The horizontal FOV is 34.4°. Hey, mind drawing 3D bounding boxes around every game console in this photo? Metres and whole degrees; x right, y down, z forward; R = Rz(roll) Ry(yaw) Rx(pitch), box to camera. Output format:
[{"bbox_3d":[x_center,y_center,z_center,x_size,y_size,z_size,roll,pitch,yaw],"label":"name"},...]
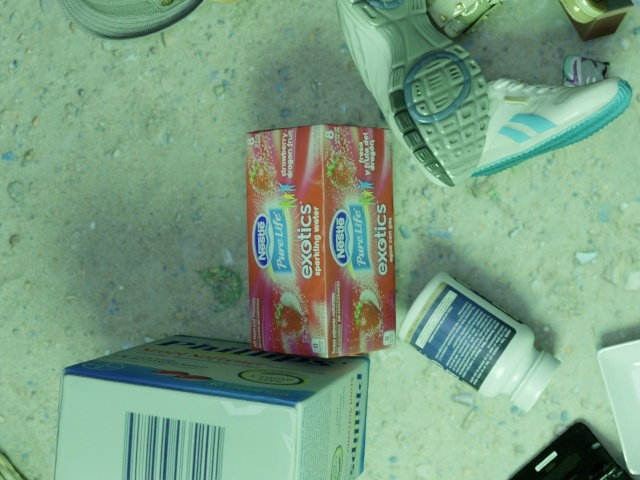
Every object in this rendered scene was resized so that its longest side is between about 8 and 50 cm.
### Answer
[{"bbox_3d":[0.293,0.288,1.177,0.122,0.071,0.107,-44,49,12],"label":"game console"}]

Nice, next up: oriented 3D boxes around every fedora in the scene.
[{"bbox_3d":[-0.246,-0.378,1.265,0.275,0.124,0.244,-13,87,16],"label":"fedora"}]

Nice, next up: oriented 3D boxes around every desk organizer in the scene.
[{"bbox_3d":[0.288,-0.289,1.148,0.047,0.050,0.130,-17,67,-17],"label":"desk organizer"}]

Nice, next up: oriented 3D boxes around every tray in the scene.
[{"bbox_3d":[0.450,0.156,1.120,0.270,0.030,0.145,-16,86,16],"label":"tray"}]

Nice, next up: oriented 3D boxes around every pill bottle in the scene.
[{"bbox_3d":[0.180,0.117,1.164,0.169,0.094,0.094,34,100,13],"label":"pill bottle"}]

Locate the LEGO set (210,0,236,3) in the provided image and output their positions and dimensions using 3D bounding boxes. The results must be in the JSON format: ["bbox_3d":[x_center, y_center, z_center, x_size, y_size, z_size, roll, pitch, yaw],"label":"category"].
[{"bbox_3d":[-0.061,-0.411,1.183,0.132,0.107,0.287,45,87,4],"label":"LEGO set"}]

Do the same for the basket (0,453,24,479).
[{"bbox_3d":[-0.451,0.464,1.239,0.331,0.328,0.266,44,98,12],"label":"basket"}]

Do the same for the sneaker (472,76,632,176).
[{"bbox_3d":[0.224,-0.137,1.121,0.228,0.087,0.092,-19,82,39],"label":"sneaker"}]

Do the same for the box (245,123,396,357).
[{"bbox_3d":[0.000,0.000,1.180,0.128,0.122,0.257,0,91,44],"label":"box"}]

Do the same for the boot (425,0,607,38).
[{"bbox_3d":[0.202,-0.274,1.126,0.165,0.077,0.213,-44,55,29],"label":"boot"}]

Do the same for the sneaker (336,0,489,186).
[{"bbox_3d":[0.099,-0.189,1.158,0.111,0.129,0.297,-17,72,-10],"label":"sneaker"}]

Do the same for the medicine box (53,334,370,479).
[{"bbox_3d":[-0.107,0.206,1.147,0.263,0.289,0.149,5,94,16],"label":"medicine box"}]

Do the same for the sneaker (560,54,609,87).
[{"bbox_3d":[0.299,-0.155,1.154,0.069,0.038,0.098,11,94,17],"label":"sneaker"}]
